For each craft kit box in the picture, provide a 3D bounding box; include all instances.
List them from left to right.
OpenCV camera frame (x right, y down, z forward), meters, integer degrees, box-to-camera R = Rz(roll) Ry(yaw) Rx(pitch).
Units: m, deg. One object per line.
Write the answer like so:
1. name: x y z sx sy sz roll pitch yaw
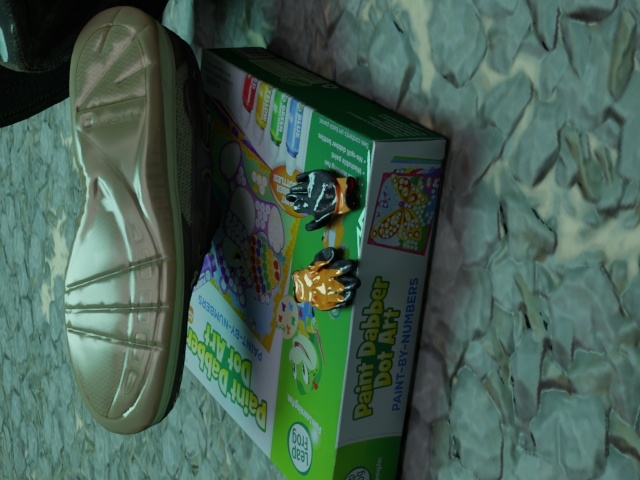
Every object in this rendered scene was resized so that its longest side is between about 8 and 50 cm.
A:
1. craft kit box: -0.019 0.017 0.838 0.250 0.061 0.246 35 126 55

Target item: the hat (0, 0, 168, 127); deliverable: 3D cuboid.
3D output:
1. hat: -0.195 -0.208 0.881 0.134 0.331 0.331 40 128 42

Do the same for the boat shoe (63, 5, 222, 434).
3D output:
1. boat shoe: -0.113 -0.013 0.858 0.103 0.092 0.285 -6 85 34

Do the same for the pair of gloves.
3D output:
1. pair of gloves: 0.000 0.000 0.734 0.074 0.010 0.083 -1 92 61
